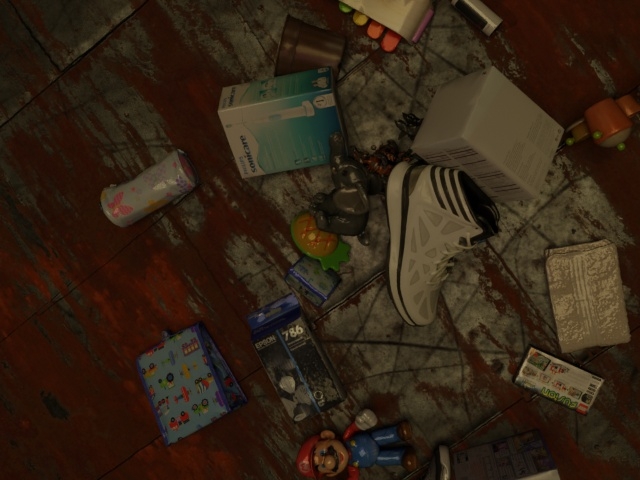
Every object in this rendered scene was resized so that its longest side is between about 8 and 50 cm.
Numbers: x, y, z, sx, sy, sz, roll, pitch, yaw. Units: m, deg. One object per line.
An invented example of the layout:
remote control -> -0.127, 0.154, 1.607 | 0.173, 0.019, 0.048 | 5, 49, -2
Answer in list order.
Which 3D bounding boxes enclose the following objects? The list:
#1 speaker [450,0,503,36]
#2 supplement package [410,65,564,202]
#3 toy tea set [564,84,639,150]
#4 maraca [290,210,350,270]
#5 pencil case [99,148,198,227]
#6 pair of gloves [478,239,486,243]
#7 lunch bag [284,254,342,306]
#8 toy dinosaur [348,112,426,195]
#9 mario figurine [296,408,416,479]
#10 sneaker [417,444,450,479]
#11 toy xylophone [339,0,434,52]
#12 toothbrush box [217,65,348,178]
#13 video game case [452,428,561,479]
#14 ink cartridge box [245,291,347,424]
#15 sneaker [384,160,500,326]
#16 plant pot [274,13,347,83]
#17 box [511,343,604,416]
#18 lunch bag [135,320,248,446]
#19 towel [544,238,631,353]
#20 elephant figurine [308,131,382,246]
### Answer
speaker -> 0.403, -0.588, 1.846 | 0.136, 0.055, 0.055 | 43, 99, 2
supplement package -> 0.400, -0.243, 1.725 | 0.262, 0.198, 0.199 | 33, 73, -24
toy tea set -> 0.775, -0.306, 1.745 | 0.336, 0.200, 0.124 | -27, 82, 4
maraca -> 0.000, 0.000, 1.922 | 0.127, 0.099, 0.186 | -40, 85, -25
pencil case -> -0.472, -0.143, 1.979 | 0.273, 0.113, 0.124 | -27, 66, 10
pair of gloves -> 0.363, -0.072, 1.909 | 0.159, 0.023, 0.198 | -25, 91, 9
lunch bag -> -0.022, 0.107, 1.913 | 0.128, 0.151, 0.096 | 38, 98, 3
toy dinosaur -> 0.234, -0.210, 1.878 | 0.321, 0.164, 0.219 | 7, 111, -11
mario figurine -> 0.093, 0.578, 1.917 | 0.320, 0.170, 0.198 | -10, 49, 2
sneaker -> 0.261, 0.674, 1.940 | 0.153, 0.101, 0.269 | 11, 98, 5
toy xylophone -> 0.156, -0.658, 1.862 | 0.322, 0.081, 0.236 | 39, 99, 4
toothbrush box -> -0.091, -0.302, 1.855 | 0.295, 0.126, 0.216 | -11, 130, 9
video game case -> 0.466, 0.583, 1.820 | 0.244, 0.269, 0.061 | -20, 92, 10
ink cartridge box -> -0.074, 0.325, 1.983 | 0.165, 0.065, 0.333 | -28, 89, 10
sneaker -> 0.305, 0.032, 1.770 | 0.257, 0.169, 0.448 | 9, 118, 34
plant pot -> -0.023, -0.486, 1.870 | 0.165, 0.167, 0.167 | 14, 96, -2
box -> 0.627, 0.369, 1.898 | 0.206, 0.036, 0.114 | 25, 98, 6
lunch bag -> -0.380, 0.385, 2.009 | 0.220, 0.138, 0.293 | -31, 80, 12
towel -> 0.693, 0.145, 1.865 | 0.187, 0.049, 0.282 | -11, 93, 10
elephant figurine -> 0.078, -0.128, 1.827 | 0.185, 0.169, 0.239 | 6, 138, -27
